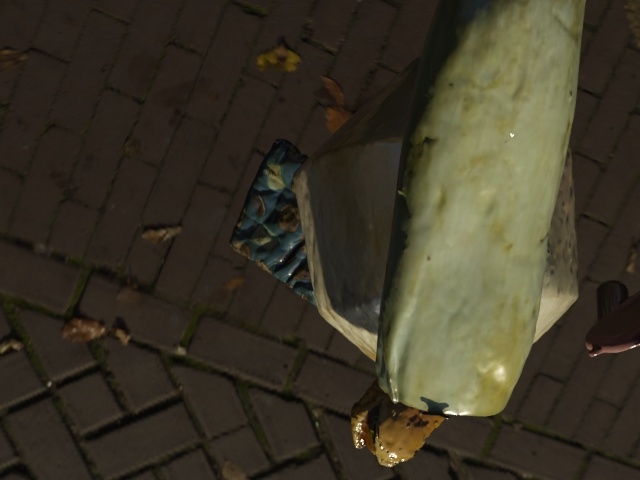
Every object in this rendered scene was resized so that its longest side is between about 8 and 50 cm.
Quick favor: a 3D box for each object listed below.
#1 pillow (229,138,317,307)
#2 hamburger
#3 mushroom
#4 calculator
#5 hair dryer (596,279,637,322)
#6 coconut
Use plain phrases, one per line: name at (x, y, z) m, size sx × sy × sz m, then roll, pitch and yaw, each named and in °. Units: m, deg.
pillow at (-0.001, -0.002, 1.373) m, size 0.255 × 0.034 × 0.189 m, roll 37°, pitch 122°, yaw 17°
hamburger at (0.166, 0.268, 1.795) m, size 0.262 × 0.124 × 0.131 m, roll -45°, pitch 135°, yaw -20°
mushroom at (0.096, -0.043, 0.595) m, size 0.100 × 0.081 × 0.312 m, roll 10°, pitch 107°, yaw 6°
calculator at (0.529, 0.077, 1.490) m, size 0.329 × 0.220 × 0.048 m, roll -32°, pitch 90°, yaw -6°
hair dryer at (0.599, 0.113, 1.908) m, size 0.064 × 0.117 × 0.181 m, roll 26°, pitch 143°, yaw -27°
coconut at (0.121, -0.034, 1.048) m, size 0.329 × 0.329 × 0.329 m, roll -1°, pitch 103°, yaw -6°
